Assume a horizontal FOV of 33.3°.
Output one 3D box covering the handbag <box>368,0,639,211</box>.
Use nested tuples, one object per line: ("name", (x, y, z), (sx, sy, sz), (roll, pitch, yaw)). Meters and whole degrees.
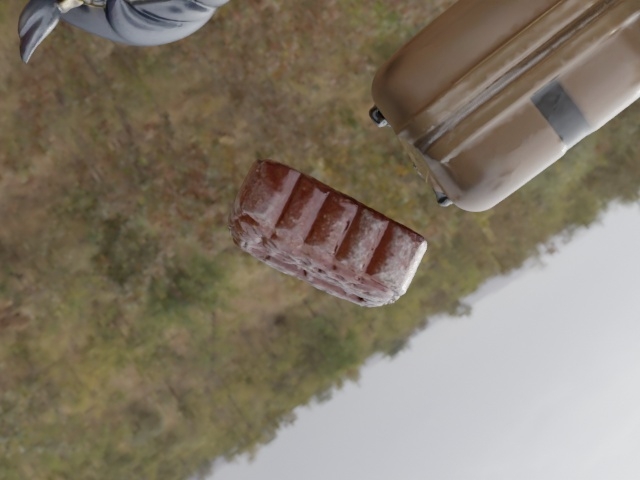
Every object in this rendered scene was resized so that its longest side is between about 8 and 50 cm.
("handbag", (0.186, -0.151, 0.904), (0.283, 0.149, 0.302), (-40, 176, 7))

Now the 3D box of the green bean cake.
("green bean cake", (0.000, 0.000, 0.768), (0.135, 0.135, 0.056), (131, -17, -80))

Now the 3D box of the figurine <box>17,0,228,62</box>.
("figurine", (-0.178, -0.246, 0.781), (0.175, 0.197, 0.265), (-40, 132, 17))
